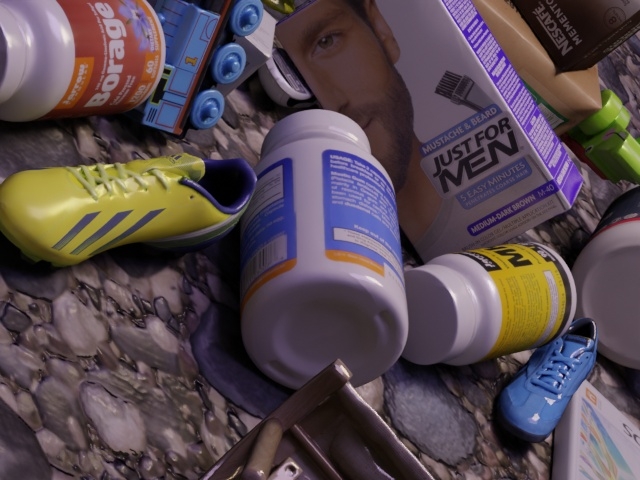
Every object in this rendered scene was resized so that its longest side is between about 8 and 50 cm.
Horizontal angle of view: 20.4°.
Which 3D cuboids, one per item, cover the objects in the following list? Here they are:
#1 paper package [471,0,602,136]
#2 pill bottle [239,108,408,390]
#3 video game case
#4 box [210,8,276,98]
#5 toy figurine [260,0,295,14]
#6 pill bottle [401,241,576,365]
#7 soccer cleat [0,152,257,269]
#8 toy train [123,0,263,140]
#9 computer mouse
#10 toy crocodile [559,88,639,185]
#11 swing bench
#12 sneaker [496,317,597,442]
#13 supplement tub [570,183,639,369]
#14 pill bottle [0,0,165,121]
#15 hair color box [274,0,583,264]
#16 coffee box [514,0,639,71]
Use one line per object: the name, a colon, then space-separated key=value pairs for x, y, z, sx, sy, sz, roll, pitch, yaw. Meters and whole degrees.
paper package: x=0.195 y=-0.294 z=2.324 sx=0.325 sy=0.168 sz=0.309 roll=39 pitch=30 yaw=-22
pill bottle: x=0.000 y=0.000 z=1.676 sx=0.152 sy=0.152 sz=0.272 roll=35 pitch=31 yaw=-27
video game case: x=0.364 y=0.332 z=1.933 sx=0.300 sy=0.036 sz=0.329 roll=42 pitch=28 yaw=-15
box: x=-0.116 y=-0.207 z=1.816 sx=0.102 sy=0.101 sz=0.087 roll=40 pitch=28 yaw=-22
toy figurine: x=-0.097 y=-0.439 z=1.899 sx=0.362 sy=0.217 sz=0.191 roll=48 pitch=6 yaw=28
pill bottle: x=0.166 y=0.068 z=1.864 sx=0.208 sy=0.119 sz=0.119 roll=-8 pitch=62 yaw=-49
soccer cleat: x=-0.164 y=-0.041 z=1.511 sx=0.289 sy=0.121 sz=0.093 roll=-2 pitch=57 yaw=-57
toy train: x=-0.127 y=-0.185 z=1.697 sx=0.080 sy=0.184 sz=0.105 roll=31 pitch=11 yaw=39
computer mouse: x=-0.027 y=-0.181 z=1.988 sx=0.106 sy=0.042 sz=0.193 roll=59 pitch=22 yaw=7
toy crocodile: x=0.363 y=-0.147 z=2.362 sx=0.115 sy=0.105 sz=0.340 roll=43 pitch=9 yaw=-23
swing bench: x=0.010 y=0.265 z=1.353 sx=0.253 sy=0.165 sz=0.254 roll=49 pitch=22 yaw=0
sneaker: x=0.251 y=0.144 z=1.924 sx=0.069 sy=0.082 sz=0.209 roll=33 pitch=32 yaw=10
supplement tub: x=0.429 y=0.033 z=2.237 sx=0.191 sy=0.191 sz=0.272 roll=49 pitch=27 yaw=-2
pill bottle: x=-0.241 y=-0.165 z=1.554 sx=0.121 sy=0.121 sz=0.216 roll=56 pitch=28 yaw=11
hair color box: x=0.120 y=-0.148 z=1.952 sx=0.339 sy=0.185 sz=0.110 roll=57 pitch=25 yaw=-8
coffee box: x=0.305 y=-0.351 z=2.229 sx=0.246 sy=0.141 sz=0.098 roll=58 pitch=29 yaw=11
